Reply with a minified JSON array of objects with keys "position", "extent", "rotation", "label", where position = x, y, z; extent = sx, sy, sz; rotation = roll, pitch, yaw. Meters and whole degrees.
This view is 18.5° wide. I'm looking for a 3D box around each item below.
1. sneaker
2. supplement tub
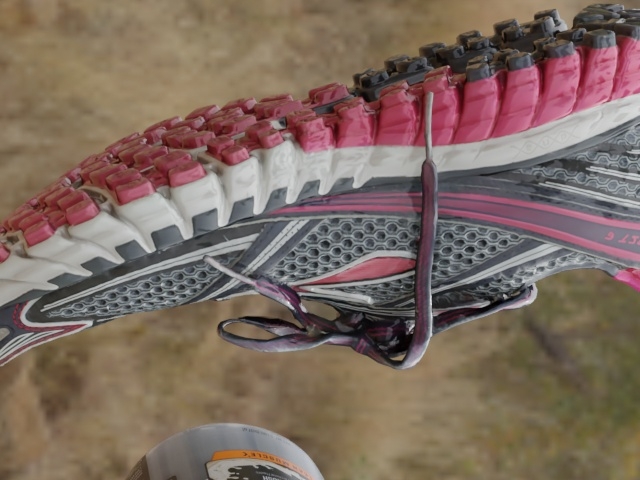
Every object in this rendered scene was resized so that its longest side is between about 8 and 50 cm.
[{"position":[0.000,0.000,0.758],"extent":[0.121,0.299,0.112],"rotation":[-94,169,-76],"label":"sneaker"},{"position":[-0.036,0.173,0.930],"extent":[0.190,0.117,0.117],"rotation":[-119,-155,-68],"label":"supplement tub"}]
